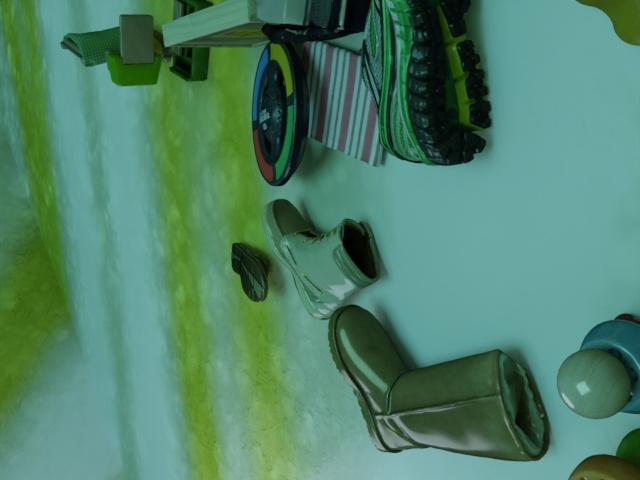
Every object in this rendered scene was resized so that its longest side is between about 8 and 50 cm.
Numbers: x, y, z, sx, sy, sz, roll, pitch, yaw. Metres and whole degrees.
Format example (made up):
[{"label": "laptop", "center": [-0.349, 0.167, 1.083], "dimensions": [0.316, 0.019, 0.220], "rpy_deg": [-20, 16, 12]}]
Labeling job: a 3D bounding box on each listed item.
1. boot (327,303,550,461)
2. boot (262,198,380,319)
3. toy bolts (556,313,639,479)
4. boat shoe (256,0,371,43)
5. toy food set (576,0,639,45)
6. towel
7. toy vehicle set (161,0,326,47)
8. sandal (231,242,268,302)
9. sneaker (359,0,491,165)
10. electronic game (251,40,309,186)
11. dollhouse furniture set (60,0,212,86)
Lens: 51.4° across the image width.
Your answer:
[{"label": "boot", "center": [0.144, 0.172, 0.871], "dimensions": [0.269, 0.089, 0.236], "rpy_deg": [-26, 89, 54]}, {"label": "boot", "center": [0.000, 0.000, 1.022], "dimensions": [0.165, 0.077, 0.213], "rpy_deg": [-44, 69, 51]}, {"label": "toy bolts", "center": [0.302, 0.181, 0.582], "dimensions": [0.218, 0.159, 0.228], "rpy_deg": [-16, 87, 55]}, {"label": "boat shoe", "center": [0.018, -0.413, 0.815], "dimensions": [0.127, 0.158, 0.340], "rpy_deg": [39, 126, 53]}, {"label": "toy food set", "center": [0.308, -0.228, 0.541], "dimensions": [0.218, 0.071, 0.128], "rpy_deg": [30, 159, 53]}, {"label": "towel", "center": [0.033, -0.204, 0.963], "dimensions": [0.197, 0.029, 0.144], "rpy_deg": [33, 125, 42]}, {"label": "toy vehicle set", "center": [-0.105, -0.324, 0.997], "dimensions": [0.267, 0.166, 0.035], "rpy_deg": [10, 108, 52]}, {"label": "sandal", "center": [-0.125, 0.053, 1.241], "dimensions": [0.180, 0.049, 0.072], "rpy_deg": [-135, 51, -58]}, {"label": "sneaker", "center": [0.091, -0.254, 0.773], "dimensions": [0.146, 0.134, 0.343], "rpy_deg": [4, 103, 54]}, {"label": "electronic game", "center": [-0.070, -0.200, 1.045], "dimensions": [0.229, 0.048, 0.229], "rpy_deg": [178, 90, -68]}, {"label": "dollhouse furniture set", "center": [-0.375, -0.424, 1.316], "dimensions": [0.301, 0.198, 0.151], "rpy_deg": [37, 129, 43]}]
